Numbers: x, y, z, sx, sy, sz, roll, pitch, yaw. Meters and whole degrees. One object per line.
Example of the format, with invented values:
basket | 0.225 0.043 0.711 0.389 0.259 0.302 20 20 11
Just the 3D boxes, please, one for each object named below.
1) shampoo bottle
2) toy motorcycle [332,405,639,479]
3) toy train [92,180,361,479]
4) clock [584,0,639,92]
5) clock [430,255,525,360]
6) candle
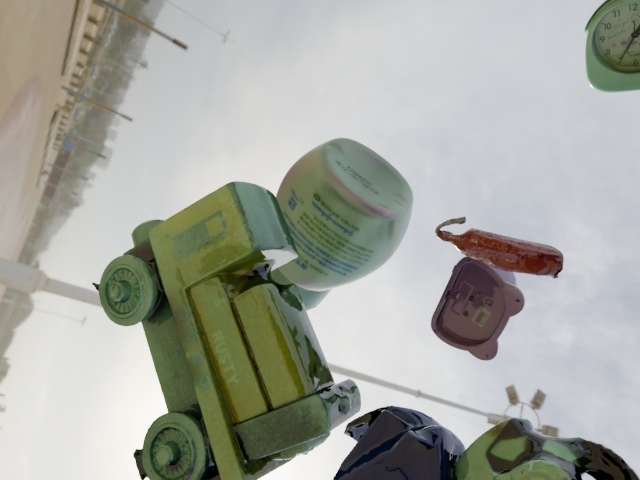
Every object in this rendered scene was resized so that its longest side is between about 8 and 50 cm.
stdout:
shampoo bottle | 0.000 0.000 0.912 0.349 0.222 0.151 -54 179 42
toy motorcycle | 0.019 0.215 0.290 0.331 0.125 0.196 -40 -161 -14
toy train | -0.119 0.125 0.650 0.253 0.160 0.396 -27 -107 18
clock | 0.344 -0.230 0.564 0.101 0.135 0.041 8 -136 40
clock | 0.236 0.096 0.764 0.110 0.050 0.152 34 -55 27
candle | 0.224 0.009 0.652 0.048 0.162 0.053 98 7 -61
